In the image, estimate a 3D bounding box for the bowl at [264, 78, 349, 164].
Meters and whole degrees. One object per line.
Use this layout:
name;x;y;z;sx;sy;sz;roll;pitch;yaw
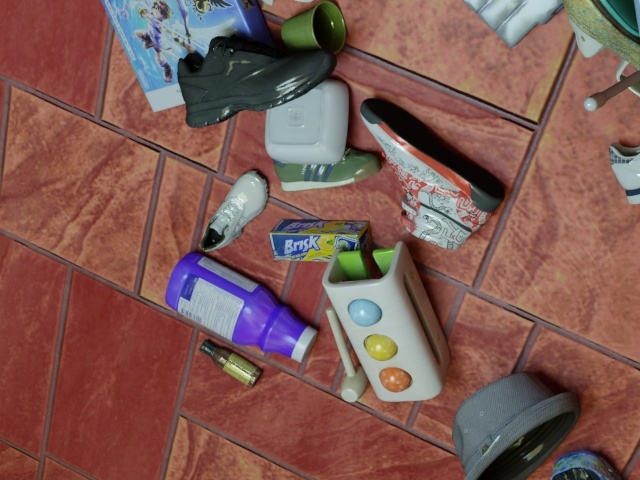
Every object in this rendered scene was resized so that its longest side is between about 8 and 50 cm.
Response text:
bowl;-0.030;-0.195;1.796;0.142;0.053;0.142;4;90;26

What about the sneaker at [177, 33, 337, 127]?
sneaker;-0.110;-0.262;1.730;0.286;0.109;0.130;-12;105;28

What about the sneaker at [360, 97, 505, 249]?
sneaker;0.145;-0.097;1.778;0.270;0.090;0.145;36;124;1

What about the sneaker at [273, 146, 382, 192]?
sneaker;0.001;-0.135;1.840;0.192;0.064;0.086;-8;118;32

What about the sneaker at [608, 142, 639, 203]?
sneaker;0.524;-0.130;1.585;0.235;0.090;0.095;-22;96;32

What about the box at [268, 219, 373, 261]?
box;0.000;0.000;1.920;0.169;0.059;0.054;1;117;25

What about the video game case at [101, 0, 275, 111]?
video game case;-0.221;-0.363;1.820;0.244;0.061;0.269;-12;113;30

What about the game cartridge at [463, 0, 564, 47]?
game cartridge;0.310;-0.456;1.523;0.230;0.068;0.355;42;126;-5

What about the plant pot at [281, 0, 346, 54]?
plant pot;-0.016;-0.325;1.745;0.079;0.083;0.083;-2;116;41

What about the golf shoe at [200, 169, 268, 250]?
golf shoe;-0.152;-0.043;1.955;0.069;0.086;0.176;37;125;5

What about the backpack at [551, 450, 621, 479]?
backpack;0.453;0.413;1.913;0.105;0.084;0.114;-29;107;34

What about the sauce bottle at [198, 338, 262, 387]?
sauce bottle;-0.173;0.232;2.143;0.128;0.042;0.042;34;126;8

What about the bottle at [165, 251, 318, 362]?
bottle;-0.142;0.128;2.039;0.283;0.092;0.118;26;125;10

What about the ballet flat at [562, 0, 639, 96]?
ballet flat;0.418;-0.269;1.506;0.348;0.123;0.123;32;128;-15

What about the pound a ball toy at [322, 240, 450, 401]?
pound a ball toy;0.083;0.166;1.891;0.208;0.136;0.319;-6;128;24

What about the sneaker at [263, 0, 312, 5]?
sneaker;-0.001;-0.410;1.642;0.252;0.103;0.111;-2;120;34

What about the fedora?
fedora;0.304;0.318;1.879;0.124;0.243;0.275;52;134;29

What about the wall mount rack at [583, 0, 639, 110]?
wall mount rack;0.417;-0.303;1.365;0.304;0.130;0.350;-16;103;-11
